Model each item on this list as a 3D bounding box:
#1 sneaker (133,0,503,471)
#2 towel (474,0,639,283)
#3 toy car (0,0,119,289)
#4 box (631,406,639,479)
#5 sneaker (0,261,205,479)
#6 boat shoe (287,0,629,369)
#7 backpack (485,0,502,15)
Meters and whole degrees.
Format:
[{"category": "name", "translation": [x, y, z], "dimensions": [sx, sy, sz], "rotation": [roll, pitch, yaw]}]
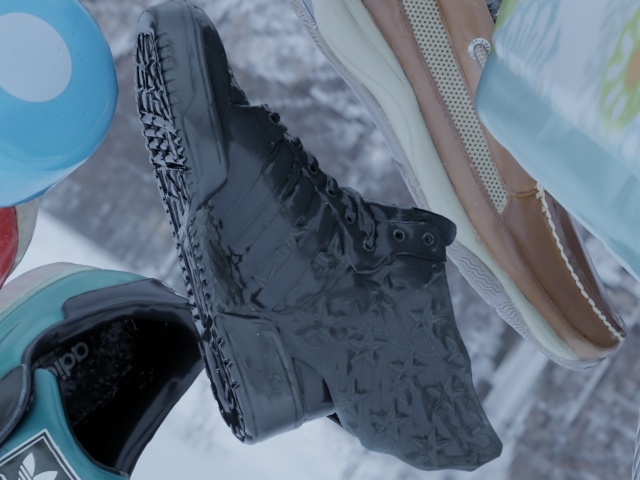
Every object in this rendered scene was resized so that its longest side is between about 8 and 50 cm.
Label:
[{"category": "sneaker", "translation": [0.001, 0.000, 0.604], "dimensions": [0.051, 0.089, 0.170], "rotation": [-161, -123, -71]}, {"category": "towel", "translation": [0.163, -0.138, 0.553], "dimensions": [0.090, 0.320, 0.374], "rotation": [18, 13, -14]}, {"category": "toy car", "translation": [-0.226, -0.006, 0.586], "dimensions": [0.210, 0.238, 0.219], "rotation": [47, -39, -9]}, {"category": "box", "translation": [0.231, 0.074, 0.991], "dimensions": [0.094, 0.275, 0.113], "rotation": [22, -40, -9]}, {"category": "sneaker", "translation": [-0.169, 0.114, 0.883], "dimensions": [0.121, 0.302, 0.108], "rotation": [-1, -51, 50]}, {"category": "boat shoe", "translation": [0.089, -0.073, 1.012], "dimensions": [0.324, 0.116, 0.123], "rotation": [56, 7, -19]}, {"category": "backpack", "translation": [0.053, -0.320, 1.533], "dimensions": [0.276, 0.213, 0.263], "rotation": [12, 51, -28]}]
